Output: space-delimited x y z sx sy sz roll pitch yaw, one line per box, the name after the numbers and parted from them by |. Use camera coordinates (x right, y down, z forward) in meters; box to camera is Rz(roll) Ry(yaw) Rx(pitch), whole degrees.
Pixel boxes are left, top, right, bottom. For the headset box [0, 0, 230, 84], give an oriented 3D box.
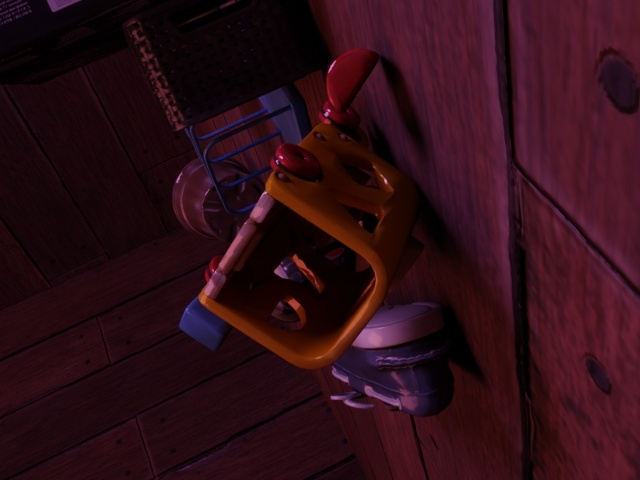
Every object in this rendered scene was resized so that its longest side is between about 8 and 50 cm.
-0.175 -0.209 0.636 0.293 0.218 0.110 -107 -6 -79 | headset box

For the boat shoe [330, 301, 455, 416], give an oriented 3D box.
0.050 0.095 0.685 0.254 0.095 0.079 162 94 -74 | boat shoe

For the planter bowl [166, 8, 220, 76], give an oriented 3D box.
-0.174 -0.270 1.033 0.217 0.090 0.217 62 173 14 | planter bowl

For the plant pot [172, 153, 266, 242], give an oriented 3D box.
-0.173 -0.068 1.510 0.167 0.167 0.165 67 165 -18 | plant pot

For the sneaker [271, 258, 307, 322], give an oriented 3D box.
-0.055 0.087 1.391 0.108 0.100 0.271 55 170 25 | sneaker

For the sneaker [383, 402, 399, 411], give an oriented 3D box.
0.042 0.115 0.843 0.188 0.078 0.067 54 167 54 | sneaker

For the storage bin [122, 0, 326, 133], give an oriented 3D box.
-0.079 -0.145 0.645 0.084 0.122 0.180 66 173 -11 | storage bin

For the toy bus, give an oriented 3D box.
0.011 -0.009 0.513 0.104 0.202 0.191 34 164 0 | toy bus

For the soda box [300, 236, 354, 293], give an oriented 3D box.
0.000 0.000 0.853 0.169 0.053 0.060 87 157 -70 | soda box

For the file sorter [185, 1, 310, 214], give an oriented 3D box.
-0.086 -0.128 0.831 0.170 0.104 0.118 59 172 36 | file sorter
